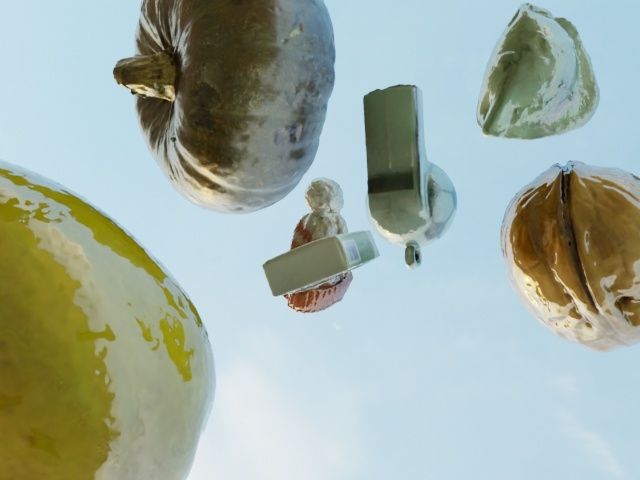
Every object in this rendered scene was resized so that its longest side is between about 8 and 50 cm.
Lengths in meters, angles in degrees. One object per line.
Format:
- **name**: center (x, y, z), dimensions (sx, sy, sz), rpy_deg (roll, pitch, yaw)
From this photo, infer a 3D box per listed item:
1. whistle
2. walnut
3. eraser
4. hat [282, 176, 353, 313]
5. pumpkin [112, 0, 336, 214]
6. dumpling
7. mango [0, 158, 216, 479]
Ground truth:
- **whistle**: center (0.146, -0.096, 1.481), dimensions (0.164, 0.164, 0.289), rpy_deg (-8, -100, 36)
- **walnut**: center (0.225, 0.013, 0.742), dimensions (0.144, 0.180, 0.144), rpy_deg (-25, -145, 19)
- **eraser**: center (0.003, 0.009, 0.427), dimensions (0.038, 0.083, 0.019), rpy_deg (-23, -92, 13)
- **hat**: center (0.000, 0.000, 1.148), dimensions (0.094, 0.112, 0.162), rpy_deg (26, -62, 22)
- **pumpkin**: center (-0.087, -0.139, 0.742), dimensions (0.219, 0.163, 0.218), rpy_deg (9, -80, 63)
- **dumpling**: center (0.287, -0.212, 1.188), dimensions (0.149, 0.105, 0.216), rpy_deg (19, -109, 25)
- **mango**: center (-0.284, 0.056, 0.619), dimensions (0.445, 0.220, 0.301), rpy_deg (26, -46, 3)
